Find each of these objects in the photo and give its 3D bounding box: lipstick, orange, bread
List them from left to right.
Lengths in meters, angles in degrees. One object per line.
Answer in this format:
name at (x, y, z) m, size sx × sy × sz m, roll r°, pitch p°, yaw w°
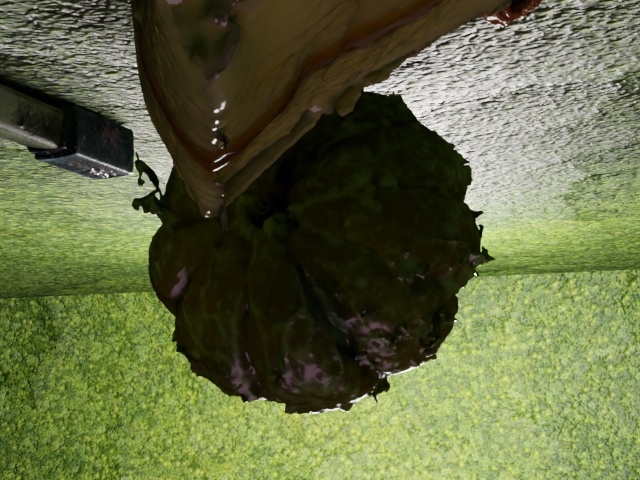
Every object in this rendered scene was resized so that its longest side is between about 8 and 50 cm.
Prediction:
lipstick at (-0.270, -0.108, 0.995) m, size 0.051 × 0.051 × 0.312 m, roll -3°, pitch 171°, yaw 22°
orange at (0.000, 0.000, 0.997) m, size 0.301 × 0.300 × 0.223 m, roll -32°, pitch 158°, yaw 13°
bread at (0.036, -0.124, 0.483) m, size 0.236 × 0.198 × 0.263 m, roll -6°, pitch 171°, yaw -9°

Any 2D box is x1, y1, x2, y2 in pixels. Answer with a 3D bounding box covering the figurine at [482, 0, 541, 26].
figurine at (0.114, -0.165, 0.679) m, size 0.064 × 0.047 × 0.109 m, roll -24°, pitch 165°, yaw -2°
